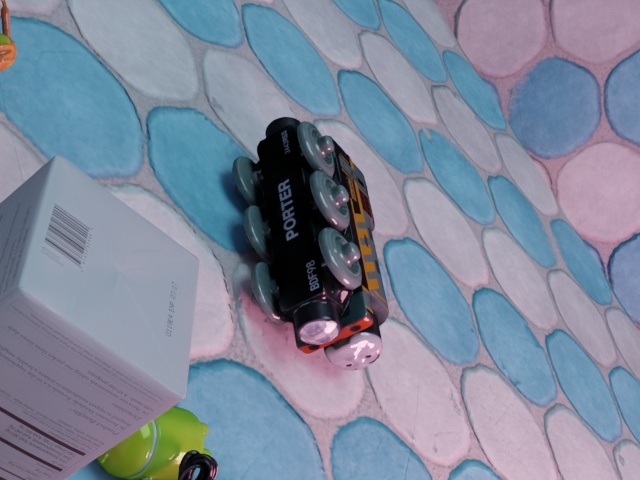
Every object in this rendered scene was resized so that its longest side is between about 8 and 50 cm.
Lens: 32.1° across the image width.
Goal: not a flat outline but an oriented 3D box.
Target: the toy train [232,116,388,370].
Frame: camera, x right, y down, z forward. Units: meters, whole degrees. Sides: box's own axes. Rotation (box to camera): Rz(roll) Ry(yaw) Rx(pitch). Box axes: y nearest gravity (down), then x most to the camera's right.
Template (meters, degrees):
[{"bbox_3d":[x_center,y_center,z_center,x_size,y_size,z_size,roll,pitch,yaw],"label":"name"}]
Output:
[{"bbox_3d":[0.000,0.000,1.363,0.190,0.142,0.334,42,27,-45],"label":"toy train"}]

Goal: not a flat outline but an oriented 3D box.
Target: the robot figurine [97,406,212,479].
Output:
[{"bbox_3d":[-0.148,0.175,0.971,0.115,0.067,0.101,19,54,-49],"label":"robot figurine"}]

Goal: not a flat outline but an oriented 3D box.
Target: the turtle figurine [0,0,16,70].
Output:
[{"bbox_3d":[-0.366,-0.214,1.048,0.217,0.087,0.270,35,32,-34],"label":"turtle figurine"}]

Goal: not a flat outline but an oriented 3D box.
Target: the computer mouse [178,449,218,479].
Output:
[{"bbox_3d":[-0.066,0.257,0.994,0.193,0.042,0.106,28,78,-46],"label":"computer mouse"}]

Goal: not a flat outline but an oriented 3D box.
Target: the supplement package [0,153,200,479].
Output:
[{"bbox_3d":[-0.217,0.084,0.764,0.134,0.244,0.139,40,29,-29],"label":"supplement package"}]
